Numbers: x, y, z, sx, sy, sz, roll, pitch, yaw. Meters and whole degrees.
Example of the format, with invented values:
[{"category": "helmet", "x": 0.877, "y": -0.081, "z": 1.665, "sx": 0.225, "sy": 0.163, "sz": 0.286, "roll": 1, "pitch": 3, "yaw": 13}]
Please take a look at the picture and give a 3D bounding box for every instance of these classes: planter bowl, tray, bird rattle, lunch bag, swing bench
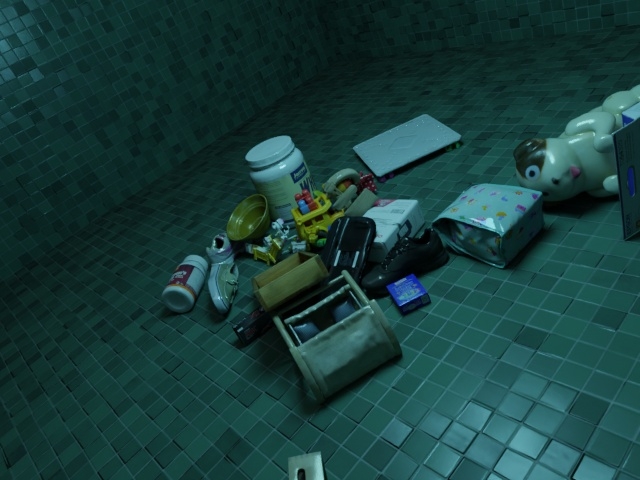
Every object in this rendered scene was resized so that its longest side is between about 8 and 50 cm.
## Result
[{"category": "planter bowl", "x": -0.268, "y": -0.072, "z": 2.073, "sx": 0.217, "sy": 0.090, "sz": 0.217, "roll": -25, "pitch": 44, "yaw": 28}, {"category": "tray", "x": -0.107, "y": 0.117, "z": 1.606, "sx": 0.202, "sy": 0.076, "sz": 0.411, "roll": -31, "pitch": 4, "yaw": -7}, {"category": "bird rattle", "x": 0.099, "y": -0.199, "z": 2.027, "sx": 0.253, "sy": 0.207, "sz": 0.143, "roll": -28, "pitch": 62, "yaw": 0}, {"category": "lunch bag", "x": 0.495, "y": -0.063, "z": 1.554, "sx": 0.223, "sy": 0.160, "sz": 0.262, "roll": -40, "pitch": 39, "yaw": -24}, {"category": "swing bench", "x": 0.036, "y": 0.249, "z": 1.382, "sx": 0.253, "sy": 0.165, "sz": 0.254, "roll": -29, "pitch": 31, "yaw": -10}]

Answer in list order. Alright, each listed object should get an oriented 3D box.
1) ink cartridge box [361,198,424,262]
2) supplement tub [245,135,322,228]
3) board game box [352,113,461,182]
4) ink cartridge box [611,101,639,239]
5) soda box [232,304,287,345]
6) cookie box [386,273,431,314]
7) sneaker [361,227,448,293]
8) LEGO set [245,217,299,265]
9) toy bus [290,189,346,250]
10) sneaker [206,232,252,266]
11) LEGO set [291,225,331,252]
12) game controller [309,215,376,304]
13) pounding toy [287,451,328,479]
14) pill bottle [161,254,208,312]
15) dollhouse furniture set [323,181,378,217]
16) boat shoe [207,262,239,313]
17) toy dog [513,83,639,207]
[{"category": "ink cartridge box", "x": 0.218, "y": -0.035, "z": 1.763, "sx": 0.171, "sy": 0.100, "sz": 0.237, "roll": 5, "pitch": 41, "yaw": 43}, {"category": "supplement tub", "x": -0.151, "y": -0.239, "z": 2.127, "sx": 0.235, "sy": 0.325, "sz": 0.235, "roll": -18, "pitch": 31, "yaw": 11}, {"category": "board game box", "x": 0.375, "y": -0.418, "z": 2.307, "sx": 0.389, "sy": 0.050, "sz": 0.390, "roll": -24, "pitch": 30, "yaw": -1}, {"category": "ink cartridge box", "x": 0.879, "y": -0.218, "z": 1.351, "sx": 0.329, "sy": 0.324, "sz": 0.071, "roll": -29, "pitch": 29, "yaw": -8}, {"category": "soda box", "x": -0.192, "y": 0.254, "z": 1.643, "sx": 0.168, "sy": 0.060, "sz": 0.053, "roll": -36, "pitch": 29, "yaw": -19}, {"category": "cookie box", "x": 0.254, "y": 0.154, "z": 1.497, "sx": 0.091, "sy": 0.040, "sz": 0.107, "roll": -25, "pitch": 30, "yaw": -1}, {"category": "sneaker", "x": 0.244, "y": 0.056, "z": 1.574, "sx": 0.286, "sy": 0.130, "sz": 0.109, "roll": -30, "pitch": 32, "yaw": -7}, {"category": "LEGO set", "x": -0.174, "y": 0.016, "z": 1.969, "sx": 0.107, "sy": 0.132, "sz": 0.287, "roll": -26, "pitch": -4, "yaw": -36}, {"category": "toy bus", "x": -0.002, "y": -0.100, "z": 1.919, "sx": 0.220, "sy": 0.212, "sz": 0.149, "roll": -25, "pitch": 28, "yaw": -3}, {"category": "sneaker", "x": -0.369, "y": 0.010, "z": 2.105, "sx": 0.102, "sy": 0.111, "sz": 0.252, "roll": -1, "pitch": 37, "yaw": 35}, {"category": "LEGO set", "x": 0.000, "y": 0.000, "z": 1.816, "sx": 0.227, "sy": 0.087, "sz": 0.093, "roll": -4, "pitch": 26, "yaw": 7}, {"category": "game controller", "x": 0.073, "y": 0.064, "z": 1.650, "sx": 0.166, "sy": 0.067, "sz": 0.320, "roll": 7, "pitch": 68, "yaw": 28}, {"category": "pounding toy", "x": -0.034, "y": 0.516, "z": 1.063, "sx": 0.100, "sy": 0.130, "sz": 0.141, "roll": -11, "pitch": 30, "yaw": -1}, {"category": "pill bottle", "x": -0.507, "y": 0.159, "z": 1.960, "sx": 0.121, "sy": 0.121, "sz": 0.221, "roll": -14, "pitch": 32, "yaw": 17}, {"category": "dollhouse furniture set", "x": 0.105, "y": -0.176, "z": 1.866, "sx": 0.123, "sy": 0.144, "sz": 0.151, "roll": -49, "pitch": 18, "yaw": 19}, {"category": "boat shoe", "x": -0.344, "y": 0.155, "z": 1.867, "sx": 0.094, "sy": 0.109, "sz": 0.302, "roll": -23, "pitch": 27, "yaw": -1}, {"category": "toy dog", "x": 0.789, "y": -0.272, "z": 1.556, "sx": 0.407, "sy": 0.285, "sz": 0.395, "roll": -28, "pitch": 27, "yaw": -2}]
